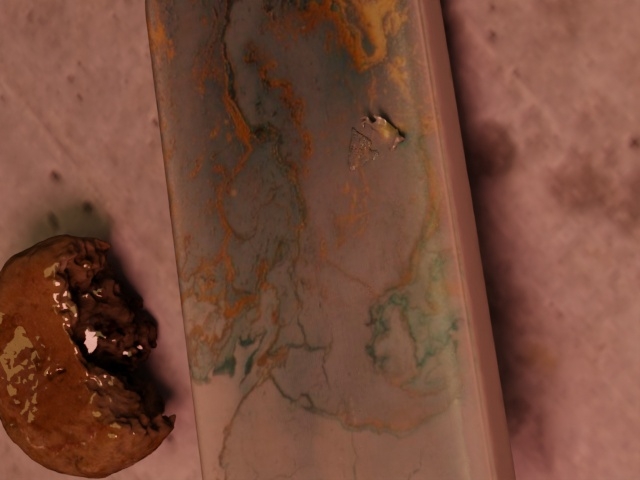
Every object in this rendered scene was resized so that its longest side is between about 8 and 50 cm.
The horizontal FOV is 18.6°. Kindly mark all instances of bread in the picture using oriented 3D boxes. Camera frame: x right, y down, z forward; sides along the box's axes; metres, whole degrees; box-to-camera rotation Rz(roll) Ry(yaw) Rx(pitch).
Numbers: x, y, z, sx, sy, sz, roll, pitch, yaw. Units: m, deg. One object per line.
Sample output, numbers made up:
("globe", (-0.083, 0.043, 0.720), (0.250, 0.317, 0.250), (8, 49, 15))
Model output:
("bread", (-0.115, 0.056, 0.907), (0.082, 0.060, 0.113), (-23, 83, 33))

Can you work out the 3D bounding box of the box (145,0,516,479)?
("box", (0.000, 0.000, 0.803), (0.142, 0.044, 0.285), (-18, 74, 35))
